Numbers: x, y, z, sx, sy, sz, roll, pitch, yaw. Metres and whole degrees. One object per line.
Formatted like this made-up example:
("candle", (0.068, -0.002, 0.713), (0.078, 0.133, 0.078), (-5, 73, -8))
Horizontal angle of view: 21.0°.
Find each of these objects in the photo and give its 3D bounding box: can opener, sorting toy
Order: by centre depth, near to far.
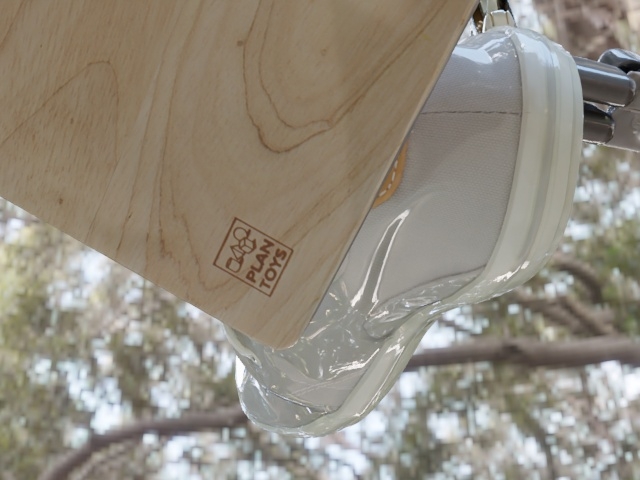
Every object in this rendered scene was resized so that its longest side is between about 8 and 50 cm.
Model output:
("sorting toy", (-0.060, -0.135, 0.592), (0.255, 0.089, 0.257), (29, -57, 4))
("can opener", (0.223, -0.131, 1.503), (0.283, 0.095, 0.076), (8, -62, -38))

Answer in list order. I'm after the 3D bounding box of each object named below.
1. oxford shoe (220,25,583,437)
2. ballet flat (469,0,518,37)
("oxford shoe", (0.000, 0.000, 0.926), (0.130, 0.169, 0.449), (5, -18, -14))
("ballet flat", (0.133, -0.169, 1.329), (0.041, 0.114, 0.041), (-7, -44, -6))
